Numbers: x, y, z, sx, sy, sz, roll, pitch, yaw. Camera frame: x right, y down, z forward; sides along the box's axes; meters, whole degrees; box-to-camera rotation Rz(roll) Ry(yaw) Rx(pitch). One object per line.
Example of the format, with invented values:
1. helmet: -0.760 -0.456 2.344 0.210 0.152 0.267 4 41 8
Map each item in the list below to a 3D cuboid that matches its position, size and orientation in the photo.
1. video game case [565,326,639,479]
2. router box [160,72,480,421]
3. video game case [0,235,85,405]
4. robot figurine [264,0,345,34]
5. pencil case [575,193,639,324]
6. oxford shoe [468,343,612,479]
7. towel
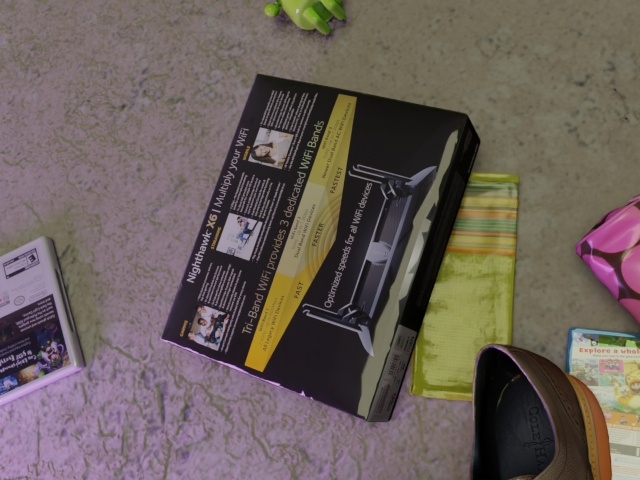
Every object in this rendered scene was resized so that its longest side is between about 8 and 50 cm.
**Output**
1. video game case: 0.287 0.170 0.701 0.119 0.015 0.166 5 78 18
2. router box: 0.000 0.000 0.778 0.242 0.081 0.309 17 84 24
3. video game case: -0.389 0.109 0.911 0.190 0.022 0.173 -24 71 9
4. robot figurine: -0.020 -0.293 0.876 0.101 0.067 0.115 -41 69 16
5. pencil case: 0.329 0.048 0.666 0.209 0.095 0.098 50 136 27
6. oxford shoe: 0.169 0.251 0.584 0.130 0.132 0.364 -30 42 29
7. towel: 0.147 0.043 0.770 0.102 0.021 0.237 1 77 18
